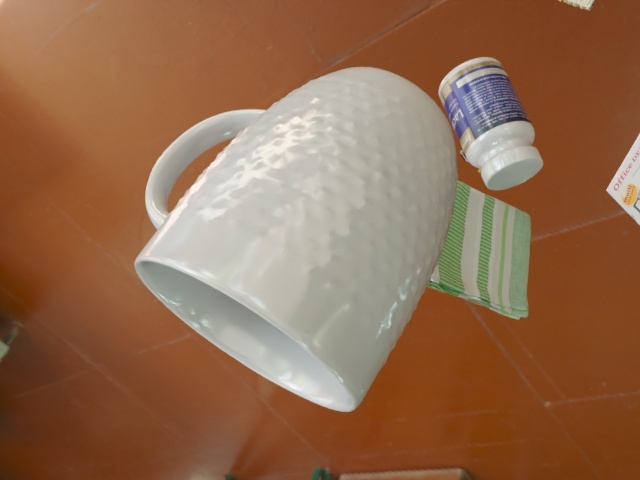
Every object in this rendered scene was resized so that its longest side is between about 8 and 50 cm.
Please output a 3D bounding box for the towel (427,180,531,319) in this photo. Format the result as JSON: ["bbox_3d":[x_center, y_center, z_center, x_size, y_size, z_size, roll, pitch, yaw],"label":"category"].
[{"bbox_3d":[0.323,0.011,1.333,0.325,0.248,0.038,19,160,-33],"label":"towel"}]

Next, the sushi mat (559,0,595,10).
[{"bbox_3d":[0.499,-0.572,1.132,0.019,0.151,0.316,7,119,-32],"label":"sushi mat"}]

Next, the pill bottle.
[{"bbox_3d":[0.370,-0.251,1.410,0.153,0.264,0.153,-15,156,-7],"label":"pill bottle"}]

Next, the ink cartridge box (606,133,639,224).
[{"bbox_3d":[0.696,-0.090,1.210,0.168,0.232,0.171,5,126,-19],"label":"ink cartridge box"}]

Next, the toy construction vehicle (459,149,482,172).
[{"bbox_3d":[0.393,-0.221,1.660,0.098,0.035,0.086,55,175,5],"label":"toy construction vehicle"}]

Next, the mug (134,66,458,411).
[{"bbox_3d":[-0.037,-0.040,0.754,0.374,0.328,0.276,23,156,25],"label":"mug"}]
